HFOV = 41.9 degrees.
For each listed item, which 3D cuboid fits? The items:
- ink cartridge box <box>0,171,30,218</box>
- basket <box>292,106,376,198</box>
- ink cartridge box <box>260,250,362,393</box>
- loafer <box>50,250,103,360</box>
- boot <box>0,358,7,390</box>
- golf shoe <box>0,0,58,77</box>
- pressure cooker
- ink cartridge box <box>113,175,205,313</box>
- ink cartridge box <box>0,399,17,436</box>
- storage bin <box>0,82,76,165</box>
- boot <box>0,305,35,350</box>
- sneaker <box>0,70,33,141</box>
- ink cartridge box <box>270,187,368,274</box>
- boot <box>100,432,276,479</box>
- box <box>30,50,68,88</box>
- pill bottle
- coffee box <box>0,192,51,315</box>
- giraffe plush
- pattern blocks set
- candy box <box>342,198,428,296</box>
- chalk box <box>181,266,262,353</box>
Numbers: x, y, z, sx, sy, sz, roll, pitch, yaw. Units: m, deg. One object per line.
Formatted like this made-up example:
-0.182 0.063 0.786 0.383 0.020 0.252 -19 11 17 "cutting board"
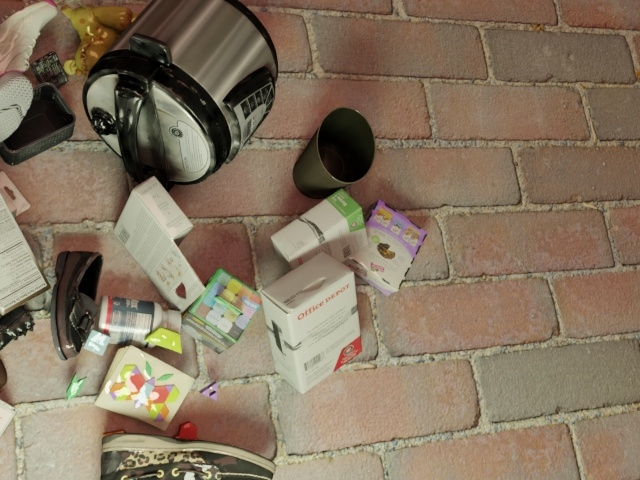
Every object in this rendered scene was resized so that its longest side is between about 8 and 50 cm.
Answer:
-0.759 -0.074 1.858 0.198 0.067 0.115 -38 90 -27 "ink cartridge box"
0.024 -0.199 2.118 0.154 0.227 0.204 12 69 -17 "basket"
-0.017 0.190 1.950 0.197 0.272 0.114 -32 46 -27 "ink cartridge box"
-0.519 0.124 1.797 0.095 0.109 0.302 -11 42 -4 "loafer"
-0.732 0.203 1.701 0.090 0.207 0.248 -42 91 -27 "boot"
-0.728 -0.450 1.980 0.306 0.115 0.140 -45 103 -20 "golf shoe"
-0.333 -0.330 1.928 0.370 0.376 0.420 49 51 -26 "pressure cooker"
-0.343 0.023 1.863 0.066 0.296 0.261 -37 90 -27 "ink cartridge box"
-0.747 0.403 1.696 0.159 0.092 0.217 33 66 -9 "ink cartridge box"
-0.676 -0.271 1.946 0.180 0.084 0.122 -34 88 -26 "storage bin"
-0.691 0.171 1.819 0.099 0.045 0.121 -41 98 -25 "boot"
-0.811 -0.269 1.807 0.210 0.137 0.366 43 84 18 "sneaker"
0.000 0.000 2.048 0.219 0.160 0.092 -34 57 -13 "ink cartridge box"
-0.292 0.566 1.758 0.378 0.138 0.284 13 64 -15 "boot"
-0.648 -0.401 2.003 0.018 0.083 0.067 28 58 33 "box"
-0.412 0.188 1.888 0.180 0.108 0.107 10 70 -19 "pill bottle"
-0.700 -0.010 1.739 0.119 0.168 0.297 -34 118 -27 "coffee box"
-0.536 -0.477 2.033 0.210 0.182 0.170 -2 98 -51 "giraffe plush"
-0.385 0.329 1.841 0.325 0.026 0.285 16 91 -18 "pattern blocks set"
0.164 0.019 2.190 0.165 0.070 0.196 35 64 -8 "candy box"
-0.224 0.157 1.912 0.132 0.213 0.132 36 64 -8 "chalk box"
